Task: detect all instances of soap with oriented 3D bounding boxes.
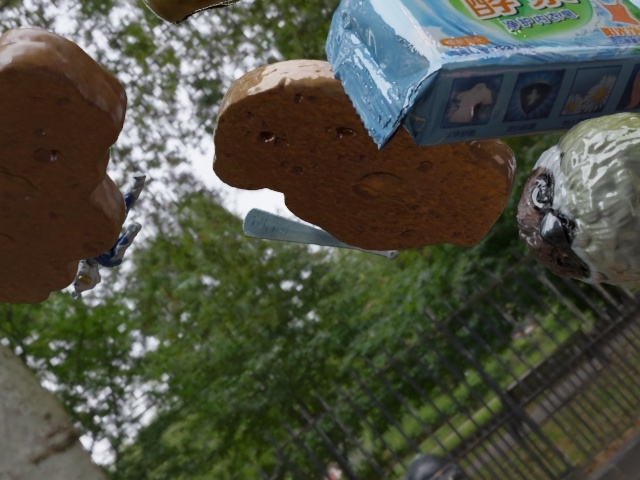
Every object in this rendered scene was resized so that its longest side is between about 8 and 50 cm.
[{"bbox_3d":[0.150,-0.151,0.693,0.293,0.156,0.077,-10,-44,-25],"label":"soap"}]

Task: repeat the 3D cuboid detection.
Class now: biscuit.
[{"bbox_3d":[0.069,-0.110,1.281,0.350,0.456,0.078,-27,43,51],"label":"biscuit"},{"bbox_3d":[-0.240,-0.044,0.631,0.202,0.047,0.333,6,-30,-10],"label":"biscuit"}]

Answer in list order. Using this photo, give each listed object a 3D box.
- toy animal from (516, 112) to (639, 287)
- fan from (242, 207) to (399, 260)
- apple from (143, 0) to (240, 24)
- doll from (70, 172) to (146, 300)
[{"bbox_3d":[0.167,-0.025,0.494,0.137,0.098,0.098,-24,-21,-46],"label":"toy animal"},{"bbox_3d":[0.000,0.000,1.587,0.023,0.282,0.057,95,-170,-76],"label":"fan"},{"bbox_3d":[-0.187,-0.444,1.390,0.237,0.237,0.207,-23,-64,-49],"label":"apple"},{"bbox_3d":[-0.333,-0.006,1.347,0.057,0.114,0.227,-64,-7,-72],"label":"doll"}]
